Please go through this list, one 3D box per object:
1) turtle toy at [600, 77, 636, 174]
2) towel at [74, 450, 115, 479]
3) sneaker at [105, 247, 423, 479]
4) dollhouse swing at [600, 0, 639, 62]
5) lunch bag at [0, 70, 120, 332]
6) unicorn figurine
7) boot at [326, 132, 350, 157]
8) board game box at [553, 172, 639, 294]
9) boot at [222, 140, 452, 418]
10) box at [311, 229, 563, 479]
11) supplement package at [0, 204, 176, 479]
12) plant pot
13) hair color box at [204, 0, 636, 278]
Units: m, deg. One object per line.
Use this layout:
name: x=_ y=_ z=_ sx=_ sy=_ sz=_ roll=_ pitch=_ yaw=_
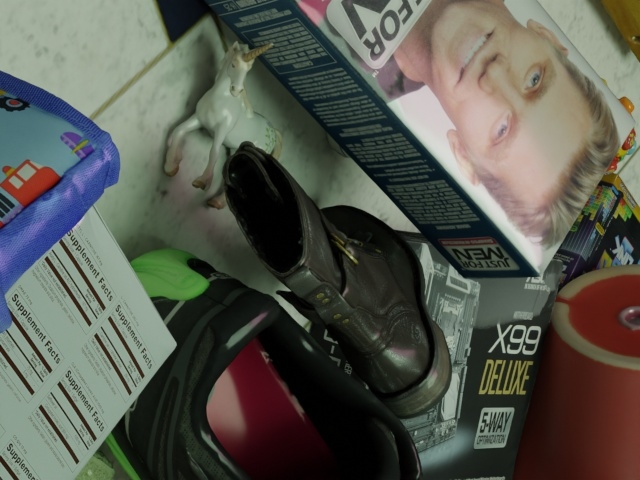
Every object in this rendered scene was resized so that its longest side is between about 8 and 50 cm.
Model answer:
turtle toy: x=0.287 y=-0.104 z=1.783 sx=0.130 sy=0.066 sz=0.095 roll=-42 pitch=135 yaw=-36
towel: x=-0.213 y=0.180 z=1.250 sx=0.110 sy=0.027 sz=0.148 roll=-60 pitch=143 yaw=-16
sneaker: x=-0.013 y=0.223 z=1.308 sx=0.185 sy=0.202 sz=0.483 roll=-46 pitch=120 yaw=-26
dollhouse swing: x=0.498 y=-0.342 z=1.742 sx=0.315 sy=0.347 sz=0.305 roll=42 pitch=60 yaw=-52
lunch bag: x=-0.260 y=-0.013 z=0.870 sx=0.221 sy=0.293 sz=0.138 roll=-45 pitch=136 yaw=-34
unicorn figurine: x=-0.069 y=-0.086 z=1.315 sx=0.111 sy=0.060 sz=0.162 roll=-64 pitch=164 yaw=-8
boot: x=0.048 y=-0.149 z=1.417 sx=0.069 sy=0.086 sz=0.190 roll=-39 pitch=133 yaw=-38
board game box: x=0.305 y=0.020 z=1.877 sx=0.170 sy=0.048 sz=0.141 roll=43 pitch=68 yaw=-52
boot: x=0.000 y=0.000 z=1.315 sx=0.091 sy=0.263 sz=0.229 roll=-37 pitch=129 yaw=6
box: x=0.102 y=0.117 z=1.612 sx=0.307 sy=0.076 sz=0.242 roll=8 pitch=97 yaw=-55
supplement package: x=-0.237 y=0.067 z=1.022 sx=0.203 sy=0.194 sz=0.149 roll=-53 pitch=141 yaw=-27
plant pot: x=0.330 y=0.175 z=1.774 sx=0.275 sy=0.275 sz=0.243 roll=-35 pitch=133 yaw=-41
hair color box: x=0.080 y=-0.145 z=1.334 sx=0.347 sy=0.105 sz=0.174 roll=46 pitch=65 yaw=-25
